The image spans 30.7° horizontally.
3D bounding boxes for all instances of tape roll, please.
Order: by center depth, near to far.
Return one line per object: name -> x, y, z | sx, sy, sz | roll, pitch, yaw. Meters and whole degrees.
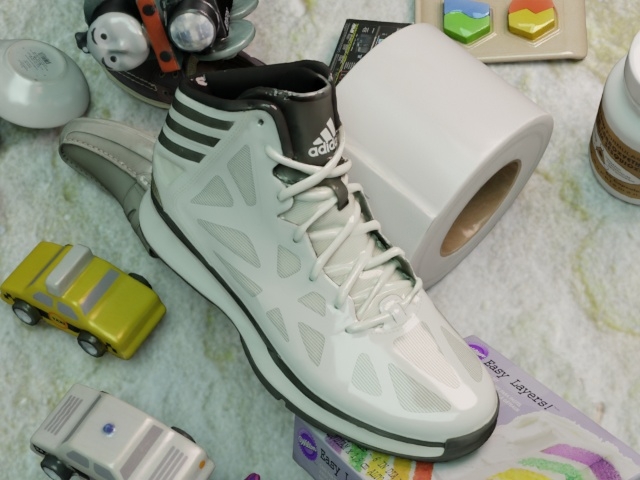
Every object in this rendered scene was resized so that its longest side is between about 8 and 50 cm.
tape roll -> 0.108, -0.085, 1.248 | 0.169, 0.246, 0.246 | 41, 78, 17

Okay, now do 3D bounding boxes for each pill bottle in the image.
pill bottle -> 0.365, -0.138, 1.250 | 0.131, 0.229, 0.131 | -2, 69, 5

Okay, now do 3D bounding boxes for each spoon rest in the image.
spoon rest -> -0.390, -0.238, 1.438 | 0.137, 0.084, 0.276 | -25, 68, -38

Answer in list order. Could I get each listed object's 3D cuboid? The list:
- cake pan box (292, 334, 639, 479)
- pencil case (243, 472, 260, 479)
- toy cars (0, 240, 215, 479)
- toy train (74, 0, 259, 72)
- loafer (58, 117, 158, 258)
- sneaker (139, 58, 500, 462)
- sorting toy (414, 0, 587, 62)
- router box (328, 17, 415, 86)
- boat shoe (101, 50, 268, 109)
cake pan box -> 0.139, 0.211, 1.127 | 0.245, 0.070, 0.267 | -17, 37, -32
pencil case -> -0.170, 0.297, 1.208 | 0.236, 0.104, 0.105 | -4, 69, 3
toy cars -> -0.239, 0.126, 1.232 | 0.176, 0.087, 0.394 | -18, 52, -8
toy train -> -0.177, -0.301, 1.358 | 0.190, 0.142, 0.334 | -13, 36, 9
loafer -> -0.174, -0.037, 1.327 | 0.319, 0.112, 0.111 | 28, 66, 14
sneaker -> -0.001, 0.000, 1.088 | 0.447, 0.258, 0.169 | 39, 51, 22
sorting toy -> 0.219, -0.308, 1.431 | 0.208, 0.038, 0.193 | 0, 69, 5
router box -> 0.059, -0.203, 1.394 | 0.092, 0.038, 0.123 | 10, 70, 28
boat shoe -> -0.141, -0.200, 1.395 | 0.285, 0.092, 0.103 | 25, 73, 14
